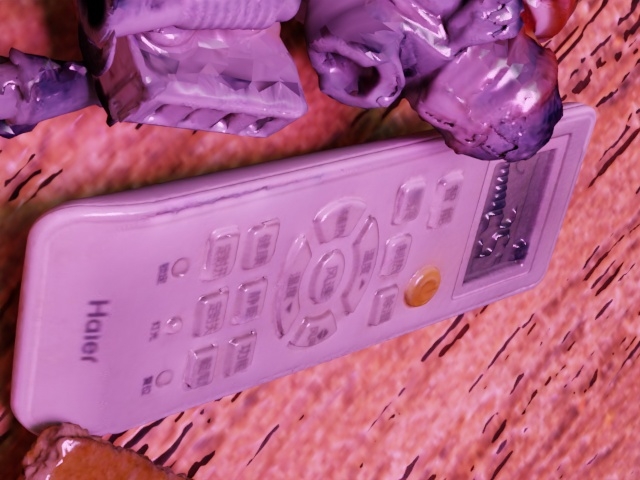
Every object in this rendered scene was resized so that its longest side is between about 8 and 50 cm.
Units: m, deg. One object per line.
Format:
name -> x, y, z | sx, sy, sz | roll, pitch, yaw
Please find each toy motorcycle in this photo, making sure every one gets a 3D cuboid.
toy motorcycle -> -0.026, -0.109, 0.553 | 0.401, 0.134, 0.207 | -15, 88, -33

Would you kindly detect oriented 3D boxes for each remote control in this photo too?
remote control -> 0.000, 0.000, 0.637 | 0.313, 0.055, 0.109 | -15, 129, -39

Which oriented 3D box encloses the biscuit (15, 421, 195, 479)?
biscuit -> -0.062, 0.173, 0.614 | 0.237, 0.026, 0.131 | 35, 81, -43
